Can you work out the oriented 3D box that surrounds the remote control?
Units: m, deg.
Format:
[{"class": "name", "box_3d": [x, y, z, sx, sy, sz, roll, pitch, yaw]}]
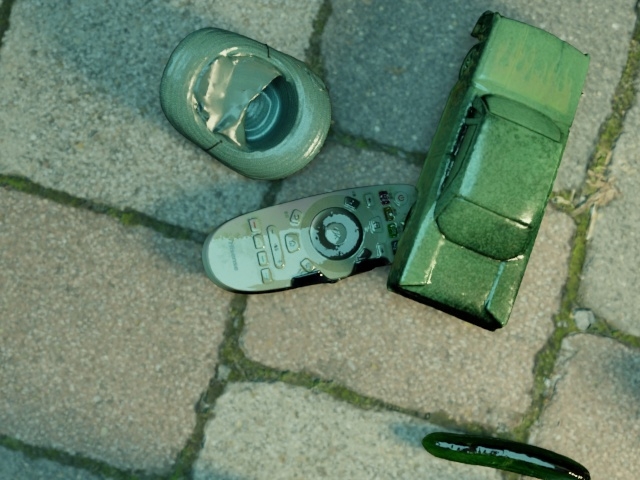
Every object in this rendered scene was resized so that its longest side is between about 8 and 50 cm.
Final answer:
[{"class": "remote control", "box_3d": [0.001, 0.000, 1.895, 0.256, 0.045, 0.097, -10, 84, -6]}]

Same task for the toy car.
[{"class": "toy car", "box_3d": [0.186, -0.074, 1.871, 0.141, 0.097, 0.321, 22, 81, -15]}]

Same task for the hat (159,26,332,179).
[{"class": "hat", "box_3d": [-0.083, -0.149, 1.904, 0.191, 0.078, 0.138, 31, 89, -15]}]

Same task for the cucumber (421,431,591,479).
[{"class": "cucumber", "box_3d": [0.196, 0.225, 1.868, 0.184, 0.033, 0.036, 11, 63, -1]}]
